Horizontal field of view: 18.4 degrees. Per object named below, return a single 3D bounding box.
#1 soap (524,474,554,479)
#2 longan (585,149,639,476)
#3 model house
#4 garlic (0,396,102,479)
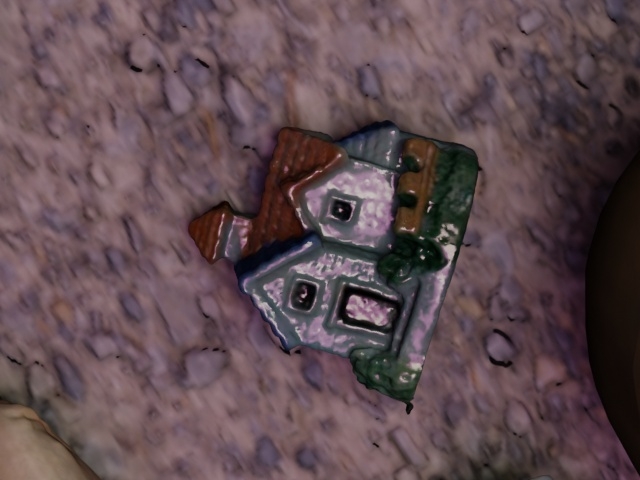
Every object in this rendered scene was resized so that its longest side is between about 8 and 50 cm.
[{"bbox_3d":[0.159,0.316,1.157,0.347,0.115,0.208,44,62,-14],"label":"soap"},{"bbox_3d":[0.339,0.014,1.037,0.404,0.336,0.404,-6,117,-12],"label":"longan"},{"bbox_3d":[0.000,0.000,1.110,0.148,0.119,0.148,14,100,-3],"label":"model house"},{"bbox_3d":[-0.175,0.264,1.110,0.313,0.286,0.249,57,46,-20],"label":"garlic"}]
